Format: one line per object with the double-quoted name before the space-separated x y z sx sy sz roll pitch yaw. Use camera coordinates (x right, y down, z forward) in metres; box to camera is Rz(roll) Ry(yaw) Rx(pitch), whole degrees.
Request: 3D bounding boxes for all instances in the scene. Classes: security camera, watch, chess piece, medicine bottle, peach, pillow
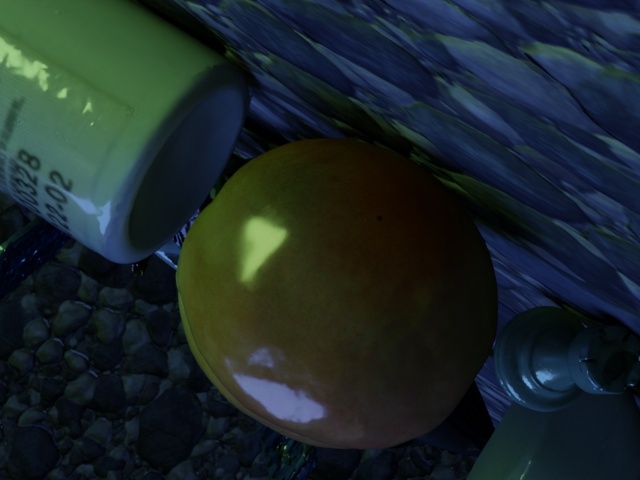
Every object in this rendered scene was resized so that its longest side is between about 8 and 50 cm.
"security camera" 0.222 0.211 1.377 0.236 0.194 0.194 32 175 -3
"watch" -0.127 0.027 1.358 0.276 0.068 0.274 37 -158 -27
"chess piece" 0.157 0.073 1.207 0.067 0.067 0.103 35 165 -16
"medicine bottle" -0.179 -0.105 1.171 0.252 0.144 0.144 34 175 13
"peach" 0.013 0.032 1.089 0.184 0.184 0.184 33 175 3
"pillow" 0.051 0.100 1.819 0.186 0.106 0.250 46 173 -35

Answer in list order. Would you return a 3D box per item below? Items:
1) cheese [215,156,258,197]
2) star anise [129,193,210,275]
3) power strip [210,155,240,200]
"cheese" 0.000 0.000 1.342 0.204 0.083 0.320 35 177 6
"star anise" -0.107 -0.050 1.319 0.053 0.157 0.212 -8 168 3
"power strip" -0.110 -0.045 1.685 0.105 0.070 0.256 34 174 -3
